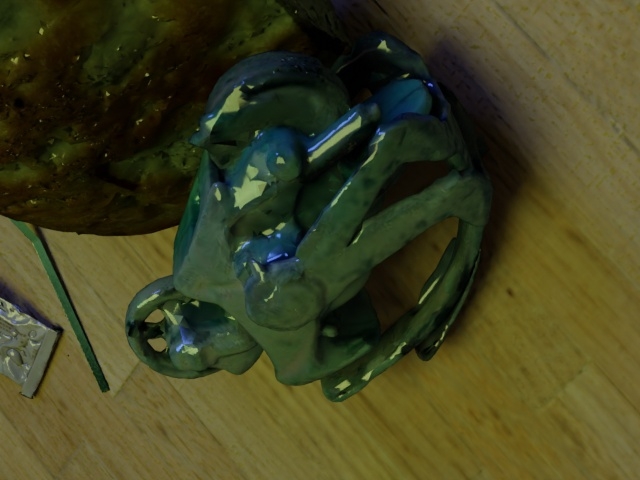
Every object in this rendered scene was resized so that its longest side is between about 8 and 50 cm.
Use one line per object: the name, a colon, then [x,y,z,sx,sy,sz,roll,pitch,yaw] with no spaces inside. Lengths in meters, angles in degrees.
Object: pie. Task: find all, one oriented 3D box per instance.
pie: [-0.143,-0.105,1.018,0.288,0.355,0.103,-29,59,21]

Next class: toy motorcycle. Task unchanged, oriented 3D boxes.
toy motorcycle: [0.000,0.000,1.017,0.154,0.206,0.260,-100,26,-49]

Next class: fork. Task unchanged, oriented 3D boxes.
fork: [-0.225,0.017,1.312,0.039,0.021,0.235,-23,90,45]

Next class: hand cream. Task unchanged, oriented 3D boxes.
hand cream: [-0.328,0.035,1.388,0.257,0.050,0.084,38,123,19]
